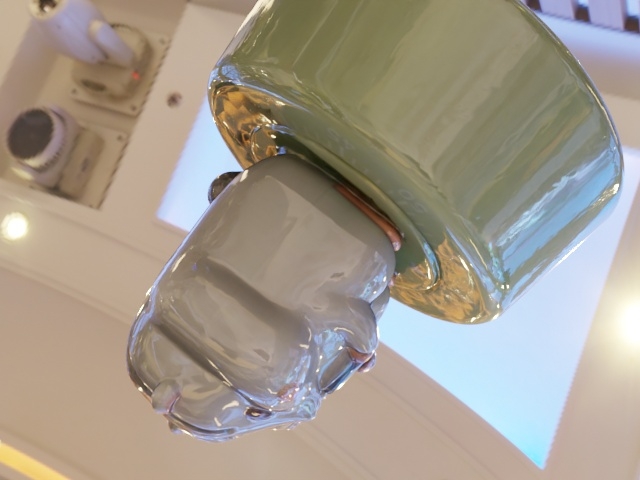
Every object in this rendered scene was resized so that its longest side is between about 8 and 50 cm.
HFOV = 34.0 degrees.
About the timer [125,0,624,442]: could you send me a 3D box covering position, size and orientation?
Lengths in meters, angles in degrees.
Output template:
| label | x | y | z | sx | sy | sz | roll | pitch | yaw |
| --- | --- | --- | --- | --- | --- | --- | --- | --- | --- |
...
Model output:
| label | x | y | z | sx | sy | sz | roll | pitch | yaw |
| --- | --- | --- | --- | --- | --- | --- | --- | --- | --- |
| timer | 0.000 | 0.000 | 0.702 | 0.290 | 0.291 | 0.315 | 32 | -107 | 25 |
